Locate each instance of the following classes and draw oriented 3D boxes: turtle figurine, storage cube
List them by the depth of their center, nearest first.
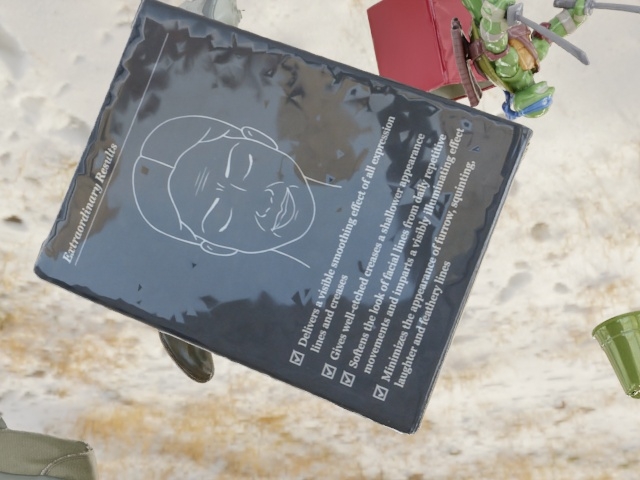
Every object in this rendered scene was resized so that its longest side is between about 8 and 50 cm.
[{"bbox_3d":[0.252,-0.300,0.969,0.198,0.266,0.274,-31,176,-16],"label":"turtle figurine"},{"bbox_3d":[0.223,-0.359,1.455,0.184,0.193,0.215,-12,180,-30],"label":"storage cube"}]

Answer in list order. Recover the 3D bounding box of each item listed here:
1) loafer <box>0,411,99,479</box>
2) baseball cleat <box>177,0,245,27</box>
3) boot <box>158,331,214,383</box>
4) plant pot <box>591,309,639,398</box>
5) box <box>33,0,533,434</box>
[{"bbox_3d":[-0.310,0.198,0.695,0.251,0.087,0.094,14,121,-8],"label":"loafer"},{"bbox_3d":[-0.180,-0.393,1.286,0.109,0.206,0.072,-13,130,3],"label":"baseball cleat"},{"bbox_3d":[-0.215,0.120,1.315,0.082,0.219,0.106,-14,161,-41],"label":"boot"},{"bbox_3d":[0.353,0.130,0.888,0.083,0.079,0.083,-6,150,-3],"label":"plant pot"},{"bbox_3d":[-0.029,-0.024,0.824,0.395,0.293,0.212,22,179,10],"label":"box"}]
